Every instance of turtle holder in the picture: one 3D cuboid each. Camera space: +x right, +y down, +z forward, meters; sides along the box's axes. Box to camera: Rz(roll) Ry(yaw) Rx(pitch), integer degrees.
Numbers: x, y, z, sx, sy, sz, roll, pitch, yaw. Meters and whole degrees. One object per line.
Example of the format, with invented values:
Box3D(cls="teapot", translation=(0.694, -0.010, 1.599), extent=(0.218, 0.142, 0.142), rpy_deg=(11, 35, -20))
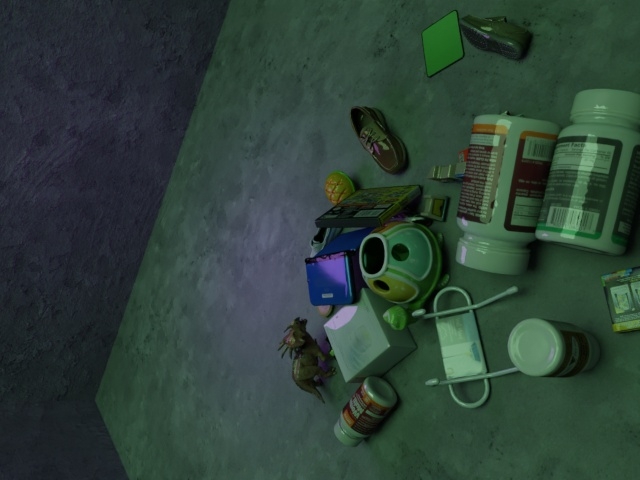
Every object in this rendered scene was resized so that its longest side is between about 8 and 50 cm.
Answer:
Box3D(cls="turtle holder", translation=(0.230, 0.094, 1.778), extent=(0.243, 0.228, 0.320), rpy_deg=(21, 97, 49))

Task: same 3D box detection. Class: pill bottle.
Box3D(cls="pill bottle", translation=(0.482, -0.120, 1.522), extent=(0.224, 0.224, 0.391), rpy_deg=(20, 105, 50))
Box3D(cls="pill bottle", translation=(0.555, 0.254, 1.357), extent=(0.131, 0.229, 0.131), rpy_deg=(-15, 70, 47))
Box3D(cls="pill bottle", translation=(0.649, -0.156, 1.367), extent=(0.204, 0.204, 0.360), rpy_deg=(16, 93, 50))
Box3D(cls="pill bottle", translation=(0.139, 0.551, 1.855), extent=(0.221, 0.121, 0.121), rpy_deg=(-58, 44, 22))

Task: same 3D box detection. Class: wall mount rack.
Box3D(cls="wall mount rack", translation=(0.423, 0.273, 1.593), extent=(0.304, 0.130, 0.349), rpy_deg=(-16, 68, 22))

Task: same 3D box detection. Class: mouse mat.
Box3D(cls="mouse mat", translation=(0.404, -0.654, 1.926), extent=(0.153, 0.007, 0.189), rpy_deg=(-22, 64, 45))

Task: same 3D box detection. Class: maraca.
Box3D(cls="maraca", translation=(0.082, -0.166, 2.120), extent=(0.127, 0.099, 0.185), rpy_deg=(-28, 87, 45))

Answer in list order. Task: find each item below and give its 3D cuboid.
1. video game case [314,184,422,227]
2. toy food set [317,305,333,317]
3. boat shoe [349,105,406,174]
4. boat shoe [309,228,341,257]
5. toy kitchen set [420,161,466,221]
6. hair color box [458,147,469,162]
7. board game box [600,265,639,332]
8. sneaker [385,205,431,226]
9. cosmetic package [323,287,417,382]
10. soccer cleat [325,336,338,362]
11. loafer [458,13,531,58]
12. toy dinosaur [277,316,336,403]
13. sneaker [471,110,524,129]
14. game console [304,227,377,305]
Box3D(cls="video game case", translation=(0.156, -0.111, 1.905), extent=(0.275, 0.248, 0.035), rpy_deg=(0, 118, 44))
Box3D(cls="toy food set", translation=(0.017, 0.243, 2.150), extent=(0.082, 0.020, 0.083), rpy_deg=(-58, 45, 23))
Box3D(cls="boat shoe", translation=(0.187, -0.354, 2.021), extent=(0.123, 0.117, 0.324), rpy_deg=(-52, 47, 28))
Box3D(cls="boat shoe", translation=(0.001, 0.000, 2.177), extent=(0.079, 0.081, 0.227), rpy_deg=(51, 123, 43))
Box3D(cls="toy kitchen set", translation=(0.414, -0.136, 1.734), extent=(0.207, 0.122, 0.165), rpy_deg=(-171, 92, -70))
Box3D(cls="hair color box", translation=(0.482, -0.255, 1.689), extent=(0.141, 0.072, 0.043), rpy_deg=(-20, 67, 45))
Box3D(cls="board game box", translation=(0.742, 0.128, 1.312), extent=(0.170, 0.048, 0.140), rpy_deg=(-22, 67, 44))
Box3D(cls="sneaker", translation=(0.281, -0.084, 1.888), extent=(0.178, 0.072, 0.077), rpy_deg=(1, 71, 44))
Box3D(cls="cosmetic package", translation=(0.156, 0.311, 1.884), extent=(0.224, 0.138, 0.224), rpy_deg=(-47, 49, 30))
Box3D(cls="soccer cleat", translation=(0.069, 0.404, 2.010), extent=(0.060, 0.072, 0.178), rpy_deg=(-53, 46, 27))
Box3D(cls="loafer", translation=(0.522, -0.621, 1.732), extent=(0.087, 0.094, 0.251), rpy_deg=(-47, 54, -1))
Box3D(cls="toy dinosaur", translation=(-0.060, 0.431, 2.056), extent=(0.127, 0.201, 0.295), rpy_deg=(-21, 66, 45))
Box3D(cls="sneaker", translation=(0.521, -0.338, 1.687), extent=(0.161, 0.057, 0.075), rpy_deg=(13, 75, 51))
Box3D(cls="game console", translation=(0.087, 0.089, 1.990), extent=(0.293, 0.174, 0.249), rpy_deg=(-14, 82, 61))
